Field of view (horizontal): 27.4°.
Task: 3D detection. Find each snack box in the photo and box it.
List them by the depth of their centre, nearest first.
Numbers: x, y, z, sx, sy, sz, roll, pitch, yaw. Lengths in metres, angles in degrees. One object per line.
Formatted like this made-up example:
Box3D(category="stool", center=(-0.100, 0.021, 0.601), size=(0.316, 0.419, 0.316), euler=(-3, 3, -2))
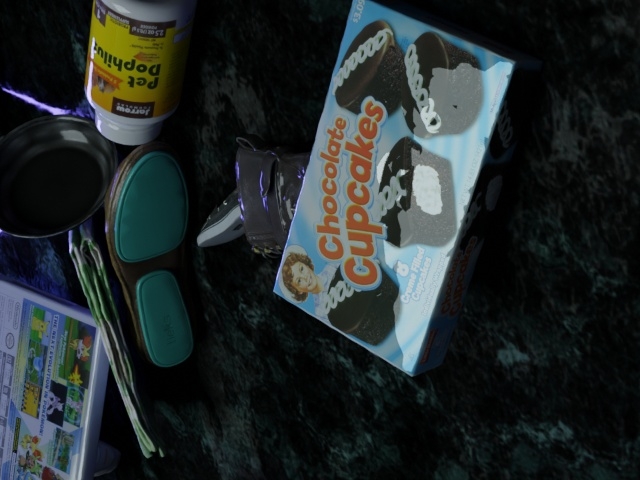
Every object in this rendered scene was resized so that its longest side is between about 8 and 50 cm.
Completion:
Box3D(category="snack box", center=(0.076, -0.054, 1.263), size=(0.187, 0.060, 0.322), euler=(29, 115, 32))

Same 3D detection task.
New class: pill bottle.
Box3D(category="pill bottle", center=(-0.215, -0.219, 1.548), size=(0.117, 0.117, 0.215), euler=(42, 140, 25))

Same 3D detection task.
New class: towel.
Box3D(category="towel", center=(-0.286, 0.121, 1.836), size=(0.248, 0.038, 0.325), euler=(-132, 24, -72))

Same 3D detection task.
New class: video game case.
Box3D(category="video game case", center=(-0.462, 0.237, 2.074), size=(0.300, 0.036, 0.329), euler=(18, 105, 31))

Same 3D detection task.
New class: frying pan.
Box3D(category="frying pan", center=(-0.425, -0.094, 1.790), size=(0.326, 0.197, 0.053), euler=(10, 153, 18))

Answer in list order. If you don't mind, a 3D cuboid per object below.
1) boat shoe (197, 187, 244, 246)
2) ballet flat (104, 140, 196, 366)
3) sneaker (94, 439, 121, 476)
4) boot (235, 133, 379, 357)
Box3D(category="boat shoe", center=(-0.111, -0.030, 1.606), size=(0.142, 0.049, 0.040), euler=(-33, 67, 52))
Box3D(category="ballet flat", center=(-0.230, 0.007, 1.737), size=(0.124, 0.116, 0.342), euler=(46, 149, 50))
Box3D(category="sneaker", center=(-0.422, 0.363, 2.167), size=(0.232, 0.115, 0.090), euler=(-2, 72, 41))
Box3D(category="boot", center=(0.000, 0.000, 1.459), size=(0.229, 0.091, 0.263), euler=(-5, 98, 52))
